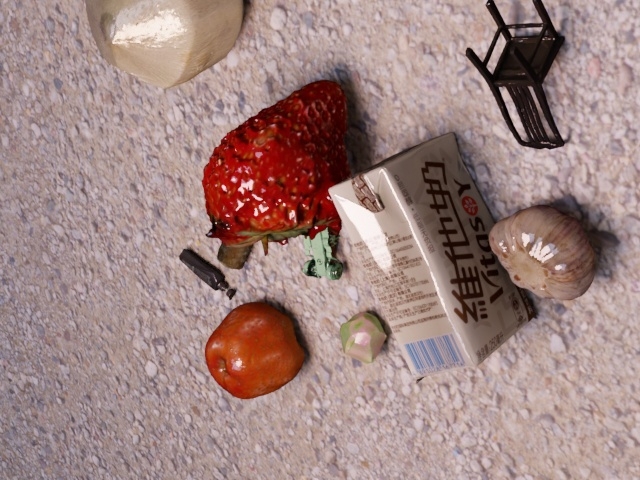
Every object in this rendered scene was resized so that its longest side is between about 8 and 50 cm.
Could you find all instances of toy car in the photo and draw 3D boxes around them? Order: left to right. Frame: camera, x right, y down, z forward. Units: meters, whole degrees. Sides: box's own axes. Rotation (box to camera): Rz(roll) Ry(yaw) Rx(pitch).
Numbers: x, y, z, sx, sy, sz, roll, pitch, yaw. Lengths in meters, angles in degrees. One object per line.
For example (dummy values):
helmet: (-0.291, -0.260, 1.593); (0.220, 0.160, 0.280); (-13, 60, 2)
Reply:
toy car: (0.000, 0.000, 1.748); (0.073, 0.054, 0.143); (4, 115, 37)

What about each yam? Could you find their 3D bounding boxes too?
yam: (-0.125, -0.053, 1.828); (0.061, 0.061, 0.274); (42, 131, 17)

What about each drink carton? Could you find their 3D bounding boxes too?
drink carton: (0.173, 0.024, 1.511); (0.132, 0.194, 0.324); (-21, 97, 43)

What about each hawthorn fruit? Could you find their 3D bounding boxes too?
hawthorn fruit: (-0.123, 0.207, 1.876); (0.189, 0.189, 0.189); (19, 123, 33)

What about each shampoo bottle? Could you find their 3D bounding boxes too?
shampoo bottle: (-0.221, 0.066, 1.989); (0.137, 0.027, 0.048); (38, 144, 21)

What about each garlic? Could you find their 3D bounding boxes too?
garlic: (0.324, 0.015, 1.445); (0.159, 0.102, 0.147); (20, 138, 46)

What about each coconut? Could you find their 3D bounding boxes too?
coconut: (-0.265, -0.373, 1.647); (0.245, 0.247, 0.244); (21, 125, 32)
coconut: (0.071, 0.166, 1.755); (0.081, 0.082, 0.083); (29, 175, -2)

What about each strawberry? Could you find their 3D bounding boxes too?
strawberry: (-0.069, -0.113, 1.604); (0.261, 0.261, 0.257); (-14, 81, 44)

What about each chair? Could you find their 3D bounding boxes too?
chair: (0.285, -0.224, 1.383); (0.084, 0.101, 0.212); (7, 153, 39)
